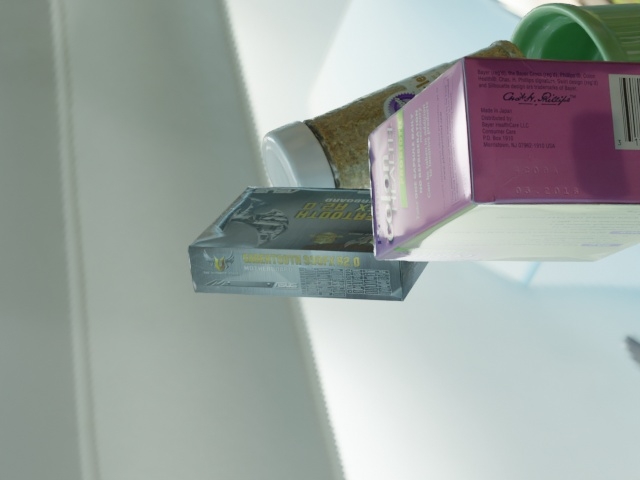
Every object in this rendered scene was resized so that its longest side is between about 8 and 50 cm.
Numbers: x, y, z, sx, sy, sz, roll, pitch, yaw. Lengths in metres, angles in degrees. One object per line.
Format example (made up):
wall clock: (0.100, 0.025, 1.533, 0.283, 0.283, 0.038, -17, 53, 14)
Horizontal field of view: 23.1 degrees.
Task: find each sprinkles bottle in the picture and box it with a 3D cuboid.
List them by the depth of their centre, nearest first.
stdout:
sprinkles bottle: (0.105, -0.145, 2.009, 0.355, 0.121, 0.121, -23, -128, -16)

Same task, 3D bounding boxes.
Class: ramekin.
ramekin: (0.377, -0.170, 2.060, 0.148, 0.303, 0.303, -11, -134, -21)

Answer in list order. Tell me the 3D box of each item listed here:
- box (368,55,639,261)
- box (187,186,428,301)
box: (0.177, -0.060, 1.286, 0.213, 0.243, 0.117, 0, -101, -15)
box: (0.000, 0.000, 1.650, 0.231, 0.056, 0.183, 2, -158, 19)
